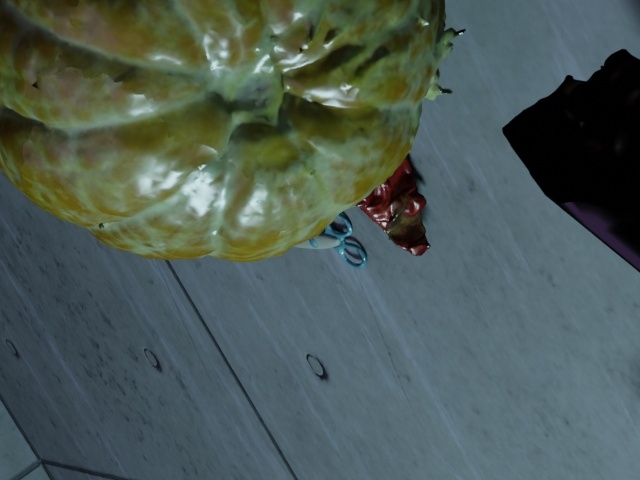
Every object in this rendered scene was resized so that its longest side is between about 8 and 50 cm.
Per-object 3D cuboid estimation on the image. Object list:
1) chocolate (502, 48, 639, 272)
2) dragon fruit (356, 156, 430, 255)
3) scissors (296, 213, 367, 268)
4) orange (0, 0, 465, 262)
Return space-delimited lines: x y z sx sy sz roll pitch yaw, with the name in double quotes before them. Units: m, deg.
"chocolate" 0.248 -0.060 0.986 0.224 0.206 0.177 41 110 7
"dragon fruit" 0.051 -0.052 1.446 0.131 0.063 0.097 51 -171 9
"scissors" 0.000 0.000 1.634 0.119 0.014 0.058 -1 120 58
"orange" -0.076 -0.139 1.210 0.249 0.329 0.329 47 161 59
